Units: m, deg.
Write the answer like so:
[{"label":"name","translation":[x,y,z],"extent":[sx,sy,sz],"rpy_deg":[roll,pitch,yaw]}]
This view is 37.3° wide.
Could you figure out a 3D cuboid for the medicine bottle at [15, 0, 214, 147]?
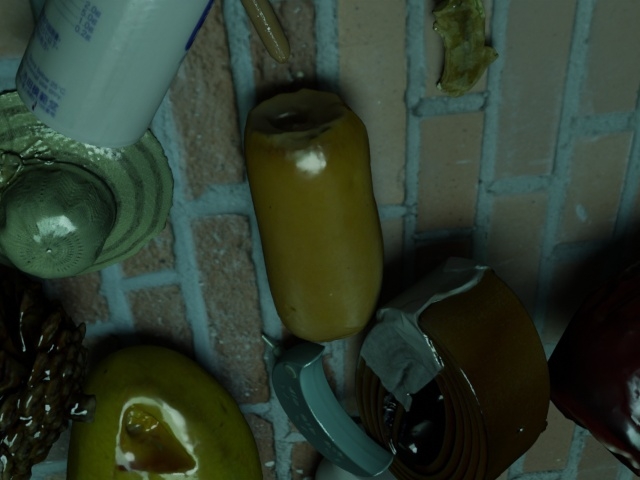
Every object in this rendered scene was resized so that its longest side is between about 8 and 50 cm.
[{"label":"medicine bottle","translation":[-0.139,-0.245,0.793],"extent":[0.130,0.130,0.341],"rpy_deg":[20,124,-22]}]

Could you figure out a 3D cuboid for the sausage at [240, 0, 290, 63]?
[{"label":"sausage","translation":[-0.058,-0.217,0.893],"extent":[0.026,0.026,0.116],"rpy_deg":[-21,129,10]}]

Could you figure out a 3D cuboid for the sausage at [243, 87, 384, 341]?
[{"label":"sausage","translation":[0.001,0.004,1.030],"extent":[0.134,0.116,0.354],"rpy_deg":[-15,134,-4]}]

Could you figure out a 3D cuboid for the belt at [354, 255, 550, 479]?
[{"label":"belt","translation":[0.149,0.171,1.107],"extent":[0.122,0.217,0.339],"rpy_deg":[-32,148,-27]}]

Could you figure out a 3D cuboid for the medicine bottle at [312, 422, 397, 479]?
[{"label":"medicine bottle","translation":[0.043,0.377,1.327],"extent":[0.131,0.131,0.250],"rpy_deg":[7,129,-13]}]

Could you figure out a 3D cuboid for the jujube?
[{"label":"jujube","translation":[0.435,0.116,1.068],"extent":[0.376,0.258,0.258],"rpy_deg":[-28,129,-2]}]

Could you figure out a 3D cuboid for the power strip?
[{"label":"power strip","translation":[-0.003,0.200,1.183],"extent":[0.216,0.044,0.137],"rpy_deg":[57,151,-13]}]

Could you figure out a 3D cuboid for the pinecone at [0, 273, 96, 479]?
[{"label":"pinecone","translation":[-0.369,0.138,1.022],"extent":[0.272,0.224,0.224],"rpy_deg":[24,126,3]}]

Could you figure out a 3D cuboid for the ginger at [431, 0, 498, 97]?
[{"label":"ginger","translation":[0.138,-0.198,0.924],"extent":[0.057,0.044,0.137],"rpy_deg":[-33,139,-18]}]

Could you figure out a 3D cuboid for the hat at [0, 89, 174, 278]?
[{"label":"hat","translation":[-0.275,-0.022,0.973],"extent":[0.252,0.110,0.252],"rpy_deg":[-4,129,-5]}]

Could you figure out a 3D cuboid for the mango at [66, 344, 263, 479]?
[{"label":"mango","translation":[-0.203,0.282,1.202],"extent":[0.252,0.182,0.365],"rpy_deg":[-6,119,1]}]
